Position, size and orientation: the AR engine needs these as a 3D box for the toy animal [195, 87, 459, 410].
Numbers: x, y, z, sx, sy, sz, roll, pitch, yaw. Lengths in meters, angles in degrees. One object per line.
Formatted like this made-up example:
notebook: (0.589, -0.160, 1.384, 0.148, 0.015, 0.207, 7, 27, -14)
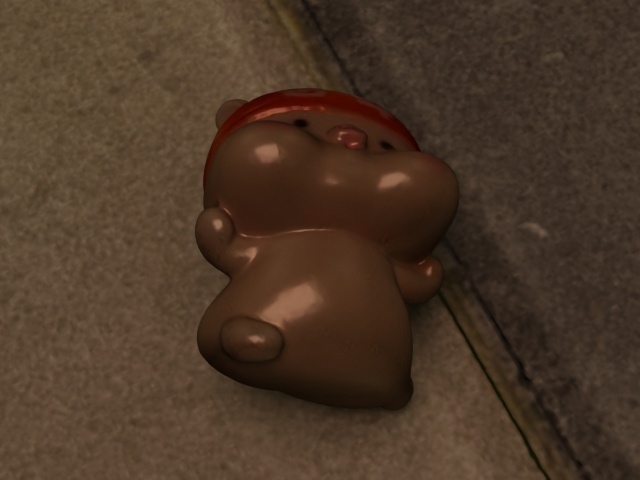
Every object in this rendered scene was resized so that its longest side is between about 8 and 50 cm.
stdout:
toy animal: (0.000, 0.000, 0.972, 0.171, 0.171, 0.198, 0, 70, 7)
